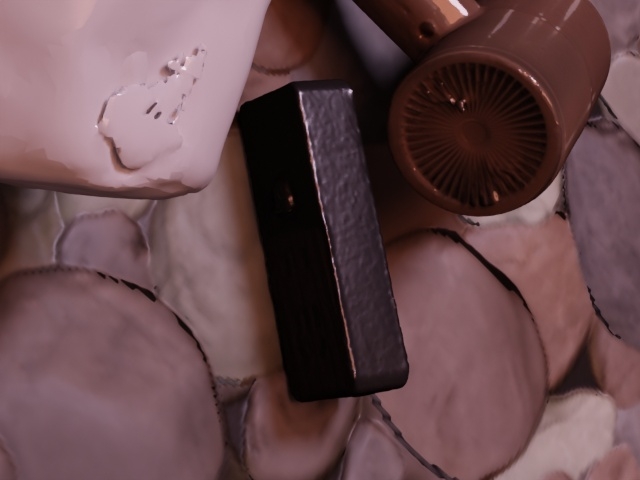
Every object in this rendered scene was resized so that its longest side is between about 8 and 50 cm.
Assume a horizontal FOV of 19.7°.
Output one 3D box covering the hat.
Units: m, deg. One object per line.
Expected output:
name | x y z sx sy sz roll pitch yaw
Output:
hat | -0.083 -0.079 0.517 0.203 0.203 0.126 12 89 -38

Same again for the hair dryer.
hair dryer | 0.027 -0.099 0.668 0.182 0.064 0.117 46 30 -6

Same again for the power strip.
power strip | 0.000 0.000 0.637 0.029 0.038 0.111 -5 80 -40
